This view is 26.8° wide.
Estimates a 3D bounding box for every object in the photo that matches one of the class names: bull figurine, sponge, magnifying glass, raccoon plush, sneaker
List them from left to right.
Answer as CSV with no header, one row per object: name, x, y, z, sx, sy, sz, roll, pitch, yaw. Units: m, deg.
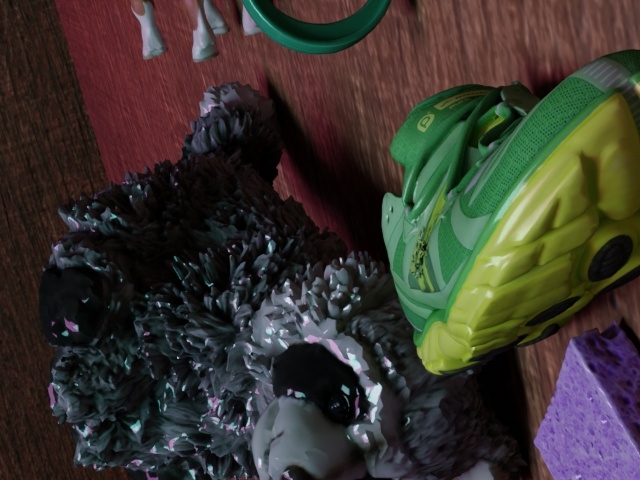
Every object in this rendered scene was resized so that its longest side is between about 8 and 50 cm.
bull figurine,-0.125,-0.249,1.098,0.310,0.101,0.188,-147,36,-72
magnifying glass,-0.014,-0.219,0.763,0.026,0.092,0.230,149,112,-80
raccoon plush,0.000,0.000,0.932,0.216,0.299,0.446,64,-152,-46
sneaker,0.076,-0.017,0.600,0.123,0.109,0.295,65,165,11
sponge,0.168,0.153,0.632,0.117,0.031,0.210,94,153,-58
